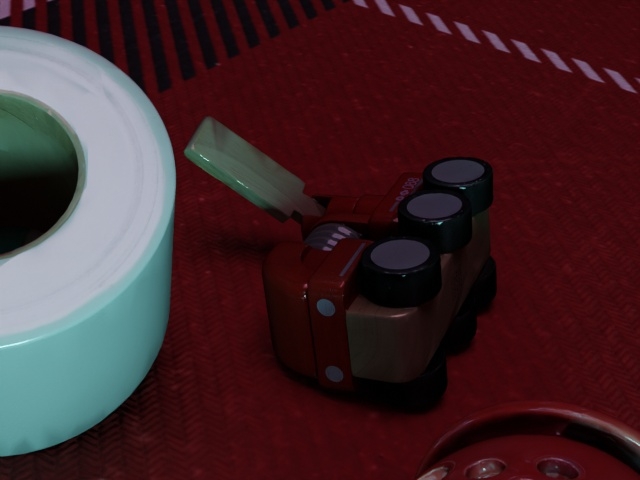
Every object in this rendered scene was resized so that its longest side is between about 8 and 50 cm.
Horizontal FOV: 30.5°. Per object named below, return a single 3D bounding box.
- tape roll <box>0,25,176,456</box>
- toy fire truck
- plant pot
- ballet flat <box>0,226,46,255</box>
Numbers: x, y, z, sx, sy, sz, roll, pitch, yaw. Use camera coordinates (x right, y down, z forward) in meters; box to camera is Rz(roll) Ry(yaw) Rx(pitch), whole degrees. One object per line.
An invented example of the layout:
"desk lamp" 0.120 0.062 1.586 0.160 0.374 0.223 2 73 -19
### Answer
"tape roll" -0.220 0.001 0.786 0.246 0.169 0.246 4 59 -7
"toy fire truck" 0.000 0.000 0.941 0.246 0.158 0.217 6 31 23
"plant pot" 0.110 0.186 0.609 0.191 0.191 0.174 15 31 14
"ballet flat" -0.198 -0.007 0.952 0.087 0.083 0.247 -5 25 26
